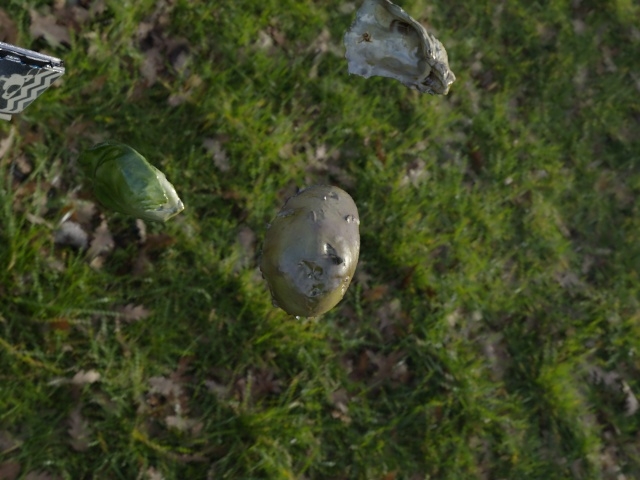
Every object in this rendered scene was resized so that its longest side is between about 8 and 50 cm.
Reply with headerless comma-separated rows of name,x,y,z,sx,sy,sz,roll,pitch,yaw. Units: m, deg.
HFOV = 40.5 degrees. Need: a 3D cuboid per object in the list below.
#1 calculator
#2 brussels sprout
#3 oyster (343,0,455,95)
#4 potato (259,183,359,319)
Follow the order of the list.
calculator,-0.571,-0.275,1.470,0.028,0.166,0.274,60,21,14
brussels sprout,-0.325,-0.097,1.496,0.181,0.139,0.100,48,58,1
oyster,0.160,-0.366,1.683,0.233,0.161,0.107,34,36,1
potato,0.000,0.000,0.990,0.101,0.089,0.172,31,67,-45
